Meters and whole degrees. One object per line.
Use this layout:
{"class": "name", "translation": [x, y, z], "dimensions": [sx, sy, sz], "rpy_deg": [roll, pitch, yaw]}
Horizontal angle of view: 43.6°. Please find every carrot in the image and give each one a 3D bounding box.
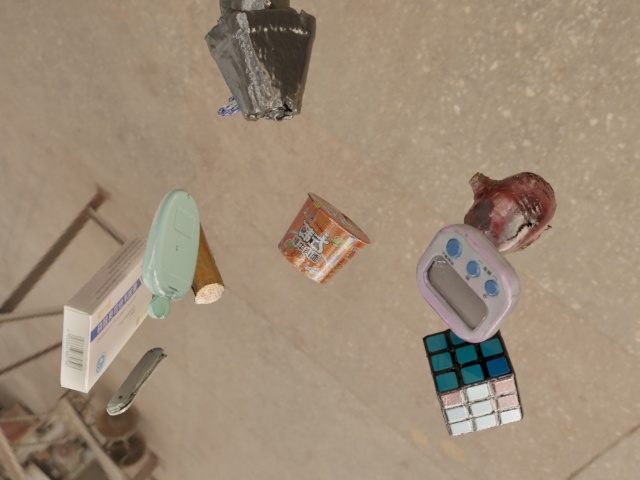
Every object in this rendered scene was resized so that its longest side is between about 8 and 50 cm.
{"class": "carrot", "translation": [-0.234, 0.013, 1.450], "dimensions": [0.067, 0.067, 0.225], "rpy_deg": [96, 153, -52]}

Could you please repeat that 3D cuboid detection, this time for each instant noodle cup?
{"class": "instant noodle cup", "translation": [0.000, 0.000, 2.472], "dimensions": [0.250, 0.192, 0.250], "rpy_deg": [38, -170, -8]}

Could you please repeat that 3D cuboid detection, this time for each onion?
{"class": "onion", "translation": [0.437, -0.073, 1.924], "dimensions": [0.219, 0.252, 0.252], "rpy_deg": [48, 150, 12]}

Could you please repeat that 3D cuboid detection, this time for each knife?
{"class": "knife", "translation": [-0.472, 0.362, 2.089], "dimensions": [0.073, 0.265, 0.040], "rpy_deg": [-15, 110, 22]}

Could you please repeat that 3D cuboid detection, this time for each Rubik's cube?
{"class": "Rubik's cube", "translation": [0.312, 0.280, 1.637], "dimensions": [0.162, 0.160, 0.163], "rpy_deg": [-16, 131, 6]}

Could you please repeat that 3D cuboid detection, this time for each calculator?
{"class": "calculator", "translation": [-0.169, 0.016, 0.913], "dimensions": [0.021, 0.153, 0.095], "rpy_deg": [1, 163, 20]}

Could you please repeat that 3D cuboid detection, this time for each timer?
{"class": "timer", "translation": [0.283, 0.080, 1.537], "dimensions": [0.208, 0.069, 0.191], "rpy_deg": [50, 135, 25]}

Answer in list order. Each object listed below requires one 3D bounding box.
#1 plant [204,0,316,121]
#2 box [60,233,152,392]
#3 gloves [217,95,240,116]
{"class": "plant", "translation": [-0.096, -0.329, 1.340], "dimensions": [0.142, 0.164, 0.256], "rpy_deg": [-25, 75, 60]}
{"class": "box", "translation": [-0.453, 0.148, 1.740], "dimensions": [0.065, 0.343, 0.200], "rpy_deg": [15, 117, 6]}
{"class": "gloves", "translation": [-0.165, -0.270, 1.578], "dimensions": [0.064, 0.086, 0.026], "rpy_deg": [31, 157, 56]}
